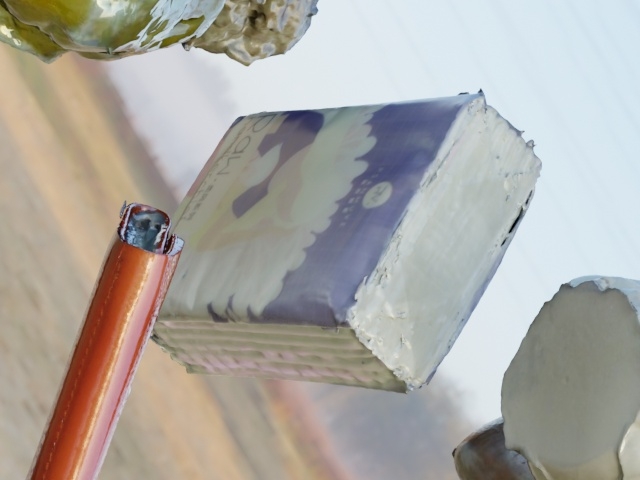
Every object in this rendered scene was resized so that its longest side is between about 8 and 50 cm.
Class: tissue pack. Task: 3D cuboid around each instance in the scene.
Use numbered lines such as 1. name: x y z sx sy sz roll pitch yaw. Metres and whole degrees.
1. tissue pack: 0.000 0.000 1.648 0.125 0.242 0.344 43 -25 -30

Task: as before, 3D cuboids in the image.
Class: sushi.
1. sushi: -0.101 -0.337 1.964 0.350 0.211 0.171 82 4 -55

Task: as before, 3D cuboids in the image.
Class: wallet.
1. wallet: -0.137 0.084 1.189 0.045 0.204 0.142 19 10 -6

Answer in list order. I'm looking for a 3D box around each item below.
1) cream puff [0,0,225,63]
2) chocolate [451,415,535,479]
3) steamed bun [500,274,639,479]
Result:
1. cream puff: -0.160 -0.322 1.534 0.275 0.378 0.378 47 -7 8
2. chocolate: 0.211 0.227 1.494 0.083 0.161 0.261 75 -9 -60
3. steamed bun: 0.224 0.112 1.427 0.106 0.183 0.183 22 20 -37
